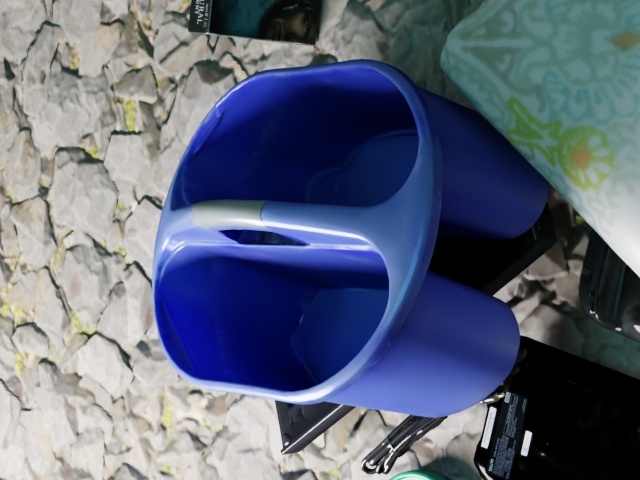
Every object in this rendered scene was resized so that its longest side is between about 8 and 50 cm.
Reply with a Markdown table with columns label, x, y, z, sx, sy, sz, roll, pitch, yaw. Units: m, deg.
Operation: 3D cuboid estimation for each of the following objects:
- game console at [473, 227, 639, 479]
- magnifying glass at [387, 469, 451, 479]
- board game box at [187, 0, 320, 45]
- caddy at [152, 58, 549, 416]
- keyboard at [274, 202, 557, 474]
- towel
| label | x | y | z | sx | sy | sz | roll | pitch | yaw |
| --- | --- | --- | --- | --- | --- | --- | --- | --- | --- |
| game console | 0.230 | 0.054 | 1.219 | 0.213 | 0.044 | 0.361 | 21 | 105 | 38 |
| magnifying glass | 0.059 | 0.287 | 1.384 | 0.092 | 0.026 | 0.231 | 25 | 105 | 38 |
| board game box | -0.043 | -0.250 | 1.403 | 0.026 | 0.126 | 0.186 | 12 | 98 | 41 |
| caddy | 0.000 | 0.000 | 1.276 | 0.341 | 0.179 | 0.241 | 0 | 76 | 55 |
| keyboard | 0.066 | 0.072 | 1.338 | 0.317 | 0.033 | 0.201 | -43 | 44 | 39 |
| towel | 0.293 | -0.142 | 1.098 | 0.374 | 0.090 | 0.320 | -50 | 63 | 19 |
